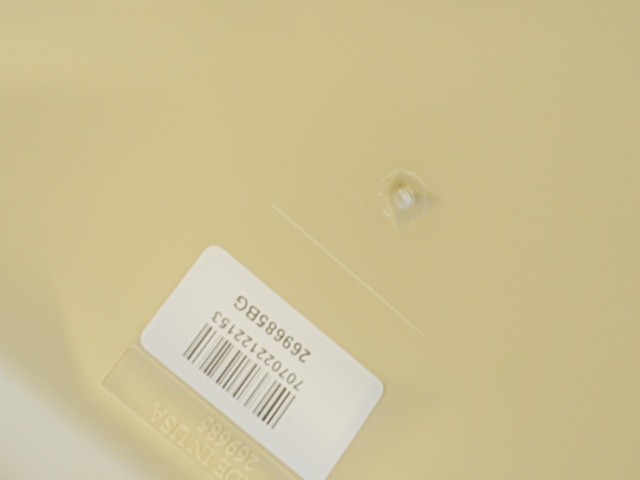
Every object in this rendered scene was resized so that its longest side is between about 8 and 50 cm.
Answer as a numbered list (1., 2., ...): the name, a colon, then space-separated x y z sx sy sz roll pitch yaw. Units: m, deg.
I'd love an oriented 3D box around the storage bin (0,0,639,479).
1. storage bin: 0.000 0.000 0.473 0.262 0.123 0.260 41 69 -10
